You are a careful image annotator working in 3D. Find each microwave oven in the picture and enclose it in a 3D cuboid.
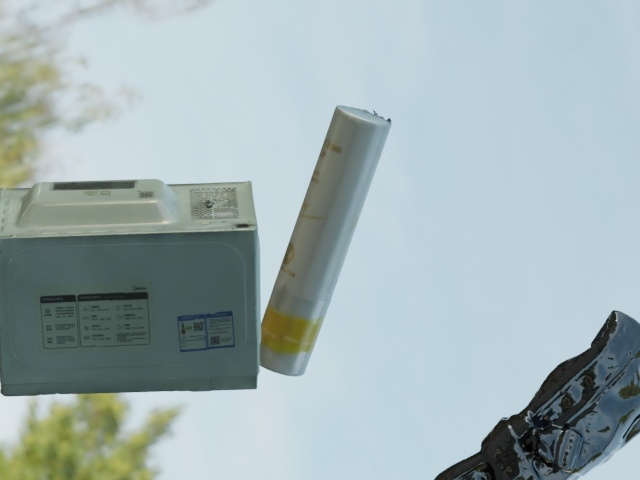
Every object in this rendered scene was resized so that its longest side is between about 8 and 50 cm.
[{"bbox_3d":[-0.154,0.034,1.577,0.122,0.208,0.162,-103,-168,-68],"label":"microwave oven"}]

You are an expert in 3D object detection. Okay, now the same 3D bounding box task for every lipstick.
[{"bbox_3d":[0.000,0.000,1.879,0.059,0.059,0.264,37,-68,57],"label":"lipstick"}]

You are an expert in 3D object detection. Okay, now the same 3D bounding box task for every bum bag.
[{"bbox_3d":[0.186,0.191,1.689,0.074,0.310,0.137,41,-12,47],"label":"bum bag"}]
